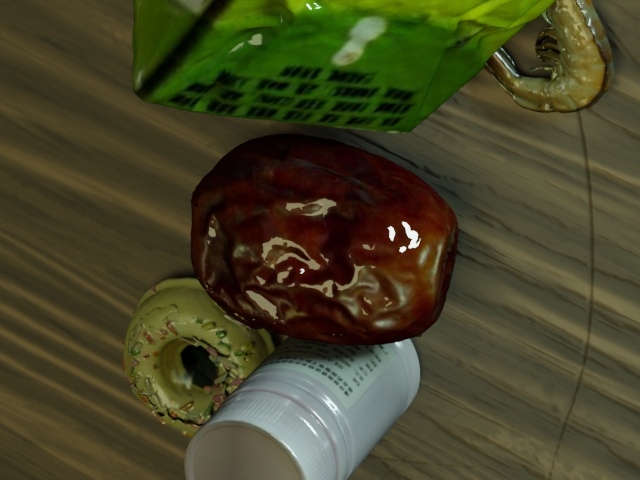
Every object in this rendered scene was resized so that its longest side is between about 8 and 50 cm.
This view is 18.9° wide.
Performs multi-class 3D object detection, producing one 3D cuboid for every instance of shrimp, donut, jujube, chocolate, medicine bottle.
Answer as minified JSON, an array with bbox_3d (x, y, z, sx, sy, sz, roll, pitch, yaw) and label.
[{"bbox_3d":[0.179,-0.190,1.624,0.124,0.034,0.178,-11,110,37],"label":"shrimp"},{"bbox_3d":[-0.123,0.119,1.893,0.174,0.068,0.175,10,115,22],"label":"donut"},{"bbox_3d":[0.000,0.000,1.723,0.243,0.183,0.183,12,117,13],"label":"jujube"},{"bbox_3d":[0.032,-0.221,1.517,0.289,0.300,0.137,-42,57,40],"label":"chocolate"},{"bbox_3d":[-0.012,0.162,1.747,0.133,0.249,0.133,11,118,21],"label":"medicine bottle"}]
